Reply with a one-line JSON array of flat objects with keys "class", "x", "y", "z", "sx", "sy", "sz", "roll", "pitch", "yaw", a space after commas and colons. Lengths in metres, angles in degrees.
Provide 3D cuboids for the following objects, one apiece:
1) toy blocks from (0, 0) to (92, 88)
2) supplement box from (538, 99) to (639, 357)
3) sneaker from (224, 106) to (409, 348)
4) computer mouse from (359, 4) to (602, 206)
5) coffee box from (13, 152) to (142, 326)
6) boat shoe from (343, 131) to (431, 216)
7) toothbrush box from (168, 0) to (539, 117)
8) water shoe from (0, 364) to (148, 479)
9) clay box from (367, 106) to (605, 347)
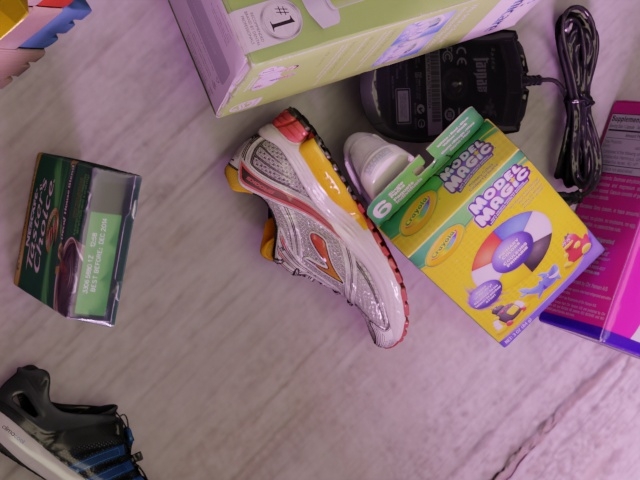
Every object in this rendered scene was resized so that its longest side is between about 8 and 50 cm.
[{"class": "toy blocks", "x": -0.262, "y": -0.170, "z": 1.157, "sx": 0.381, "sy": 0.261, "sz": 0.191, "roll": -36, "pitch": 84, "yaw": 17}, {"class": "supplement box", "x": 0.301, "y": -0.005, "z": 1.512, "sx": 0.111, "sy": 0.114, "sz": 0.220, "roll": 21, "pitch": 89, "yaw": -24}, {"class": "sneaker", "x": 0.000, "y": 0.000, "z": 1.403, "sx": 0.092, "sy": 0.088, "sz": 0.225, "roll": -32, "pitch": 109, "yaw": 3}, {"class": "computer mouse", "x": 0.135, "y": -0.100, "z": 1.458, "sx": 0.262, "sy": 0.060, "sz": 0.184, "roll": -12, "pitch": 100, "yaw": -32}, {"class": "coffee box", "x": -0.184, "y": -0.004, "z": 1.253, "sx": 0.040, "sy": 0.184, "sz": 0.113, "roll": 10, "pitch": 94, "yaw": -22}, {"class": "boat shoe", "x": 0.072, "y": -0.030, "z": 1.424, "sx": 0.066, "sy": 0.063, "sz": 0.184, "roll": -47, "pitch": 139, "yaw": 3}, {"class": "toothbrush box", "x": 0.019, "y": -0.243, "z": 1.315, "sx": 0.283, "sy": 0.122, "sz": 0.206, "roll": -20, "pitch": 82, "yaw": -20}, {"class": "water shoe", "x": -0.171, "y": 0.173, "z": 1.341, "sx": 0.203, "sy": 0.073, "sz": 0.080, "roll": 37, "pitch": 79, "yaw": -24}, {"class": "clay box", "x": 0.140, "y": -0.008, "z": 1.406, "sx": 0.127, "sy": 0.053, "sz": 0.222, "roll": -45, "pitch": 140, "yaw": 4}]
